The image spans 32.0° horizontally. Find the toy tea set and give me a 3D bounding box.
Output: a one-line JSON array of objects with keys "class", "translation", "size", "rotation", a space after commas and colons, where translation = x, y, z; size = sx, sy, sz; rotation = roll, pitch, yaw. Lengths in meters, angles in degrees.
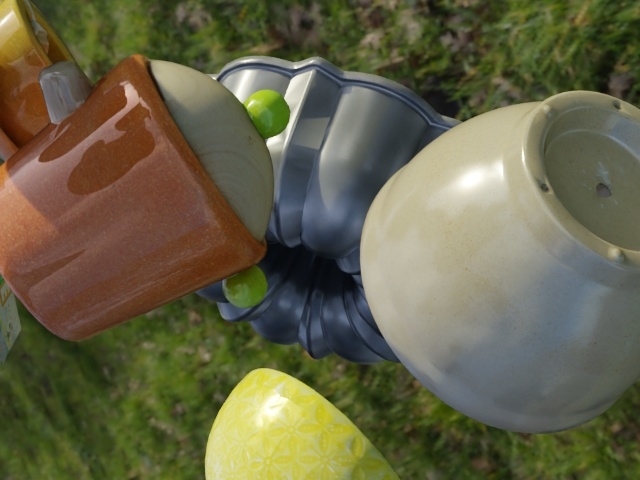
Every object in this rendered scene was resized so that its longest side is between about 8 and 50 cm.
[{"class": "toy tea set", "translation": [-0.115, -0.097, 0.386], "size": [0.200, 0.124, 0.336], "rotation": [60, -177, 28]}]

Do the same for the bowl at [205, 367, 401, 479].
[{"class": "bowl", "translation": [-0.040, 0.300, 1.237], "size": [0.289, 0.156, 0.289], "rotation": [37, 150, 26]}]

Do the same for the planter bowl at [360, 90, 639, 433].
[{"class": "planter bowl", "translation": [0.113, -0.003, 0.535], "size": [0.162, 0.162, 0.109], "rotation": [61, 148, 18]}]

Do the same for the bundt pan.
[{"class": "bundt pan", "translation": [0.000, 0.000, 0.962], "size": [0.330, 0.124, 0.331], "rotation": [16, 150, 9]}]

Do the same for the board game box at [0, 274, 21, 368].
[{"class": "board game box", "translation": [-0.279, 0.034, 0.891], "size": [0.103, 0.026, 0.154], "rotation": [-86, -7, -61]}]
